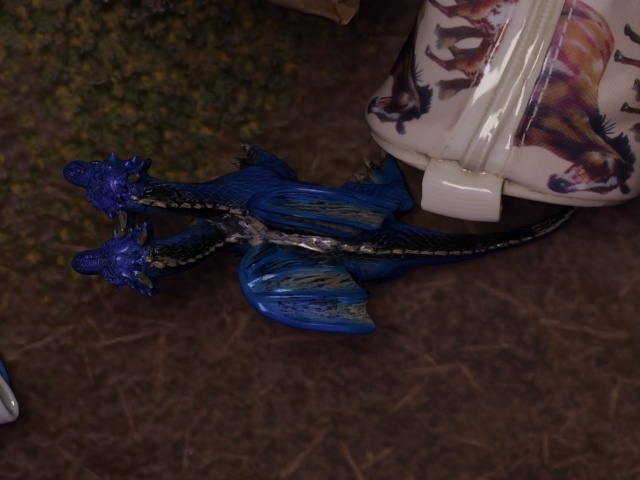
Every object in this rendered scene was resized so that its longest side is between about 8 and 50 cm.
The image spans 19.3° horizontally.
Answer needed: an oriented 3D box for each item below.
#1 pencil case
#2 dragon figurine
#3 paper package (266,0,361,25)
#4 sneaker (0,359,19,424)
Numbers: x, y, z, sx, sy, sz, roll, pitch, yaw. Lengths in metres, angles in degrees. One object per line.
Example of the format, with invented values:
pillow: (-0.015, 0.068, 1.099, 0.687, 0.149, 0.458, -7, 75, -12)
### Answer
pencil case: (0.152, -0.209, 0.967, 0.160, 0.183, 0.410, 25, 109, 20)
dragon figurine: (0.000, 0.000, 1.069, 0.289, 0.144, 0.085, 10, 107, 6)
paper package: (-0.046, -0.326, 0.902, 0.325, 0.168, 0.309, 44, 110, 33)
sneaker: (-0.309, 0.125, 1.160, 0.236, 0.130, 0.323, 12, 101, 10)
